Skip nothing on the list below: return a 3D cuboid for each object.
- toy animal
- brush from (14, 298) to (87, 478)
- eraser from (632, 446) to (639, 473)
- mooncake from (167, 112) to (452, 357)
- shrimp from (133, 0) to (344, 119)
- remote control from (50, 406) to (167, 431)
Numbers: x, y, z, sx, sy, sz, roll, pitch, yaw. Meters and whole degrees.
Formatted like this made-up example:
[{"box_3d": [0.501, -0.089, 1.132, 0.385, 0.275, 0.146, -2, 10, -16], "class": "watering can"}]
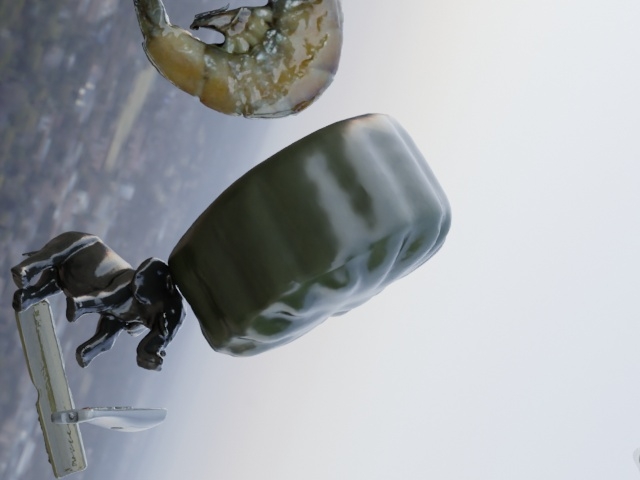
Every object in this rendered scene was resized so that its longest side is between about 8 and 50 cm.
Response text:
[{"box_3d": [-0.262, 0.068, 1.507, 0.146, 0.245, 0.114, -33, 160, -45], "class": "toy animal"}, {"box_3d": [-0.394, 0.215, 1.800, 0.048, 0.054, 0.282, 26, -50, 52], "class": "brush"}, {"box_3d": [0.392, 0.232, 1.132, 0.274, 0.210, 0.092, 35, 55, -72], "class": "eraser"}, {"box_3d": [0.000, 0.000, 1.497, 0.351, 0.187, 0.351, -30, 169, -6], "class": "mooncake"}, {"box_3d": [-0.061, -0.191, 0.876, 0.051, 0.150, 0.217, 141, -58, -81], "class": "shrimp"}, {"box_3d": [-0.218, 0.188, 1.300, 0.184, 0.050, 0.027, 23, 60, -71], "class": "remote control"}]
